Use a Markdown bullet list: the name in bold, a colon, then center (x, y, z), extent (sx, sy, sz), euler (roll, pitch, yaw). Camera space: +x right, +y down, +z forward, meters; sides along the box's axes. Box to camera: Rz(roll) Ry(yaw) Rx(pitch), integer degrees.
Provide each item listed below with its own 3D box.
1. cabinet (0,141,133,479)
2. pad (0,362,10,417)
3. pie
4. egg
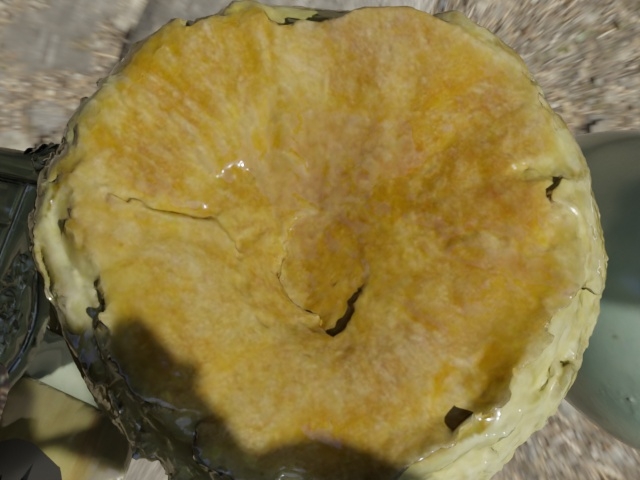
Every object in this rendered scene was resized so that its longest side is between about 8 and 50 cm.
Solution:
- **cabinet**: center (-0.257, 0.078, 1.468), extent (0.318, 0.227, 0.290), euler (12, 76, 37)
- **pad**: center (-0.264, 0.190, 0.809), extent (0.220, 0.004, 0.330), euler (6, 63, 9)
- **pie**: center (0.000, 0.000, 1.125), extent (0.339, 0.083, 0.339), euler (-1, 67, 2)
- **egg**: center (0.256, 0.035, 1.453), extent (0.230, 0.371, 0.230), euler (-13, 118, -27)
